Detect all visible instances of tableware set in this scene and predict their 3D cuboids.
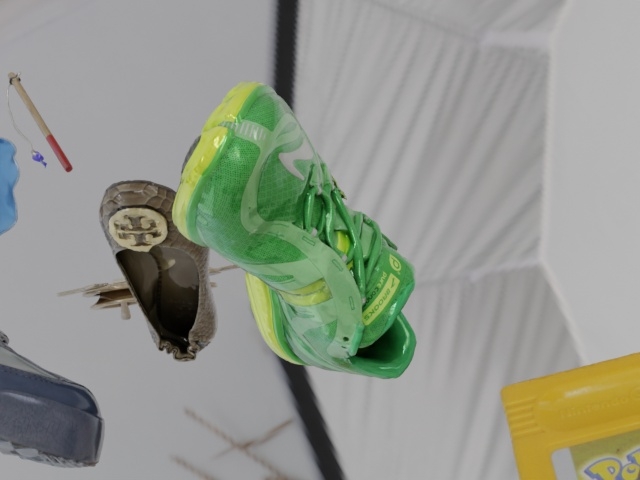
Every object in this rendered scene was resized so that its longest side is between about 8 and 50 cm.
[{"bbox_3d":[-0.188,0.061,1.580,0.194,0.039,0.128,-13,-6,44],"label":"tableware set"}]

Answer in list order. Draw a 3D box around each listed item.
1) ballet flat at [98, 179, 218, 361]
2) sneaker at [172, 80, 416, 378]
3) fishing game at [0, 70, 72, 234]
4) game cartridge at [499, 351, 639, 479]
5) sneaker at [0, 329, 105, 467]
[{"bbox_3d":[-0.132,0.034,1.193,0.084,0.058,0.250,4,-32,8],"label":"ballet flat"},{"bbox_3d":[0.000,0.000,0.904,0.109,0.123,0.295,-62,-28,-18],"label":"sneaker"},{"bbox_3d":[-0.356,-0.037,1.303,0.264,0.189,0.041,-39,-32,7],"label":"fishing game"},{"bbox_3d":[0.335,0.235,1.338,0.285,0.324,0.053,-16,-45,7],"label":"game cartridge"},{"bbox_3d":[-0.240,0.009,0.715,0.112,0.319,0.131,122,172,-74],"label":"sneaker"}]
